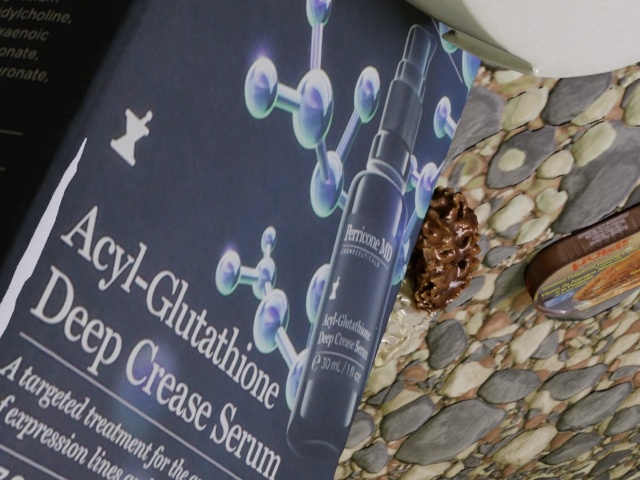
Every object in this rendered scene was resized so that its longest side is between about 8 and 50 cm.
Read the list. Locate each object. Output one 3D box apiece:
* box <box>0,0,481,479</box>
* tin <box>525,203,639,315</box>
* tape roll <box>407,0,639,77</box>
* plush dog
[{"bbox_3d":[-0.104,-0.028,0.586,0.212,0.395,0.293,9,158,29],"label":"box"},{"bbox_3d":[0.300,0.016,1.190,0.190,0.040,0.106,-25,149,8],"label":"tin"},{"bbox_3d":[0.159,-0.268,0.547,0.392,0.072,0.392,-26,133,-32],"label":"tape roll"},{"bbox_3d":[0.000,0.000,0.851,0.262,0.225,0.211,-34,143,19],"label":"plush dog"}]
